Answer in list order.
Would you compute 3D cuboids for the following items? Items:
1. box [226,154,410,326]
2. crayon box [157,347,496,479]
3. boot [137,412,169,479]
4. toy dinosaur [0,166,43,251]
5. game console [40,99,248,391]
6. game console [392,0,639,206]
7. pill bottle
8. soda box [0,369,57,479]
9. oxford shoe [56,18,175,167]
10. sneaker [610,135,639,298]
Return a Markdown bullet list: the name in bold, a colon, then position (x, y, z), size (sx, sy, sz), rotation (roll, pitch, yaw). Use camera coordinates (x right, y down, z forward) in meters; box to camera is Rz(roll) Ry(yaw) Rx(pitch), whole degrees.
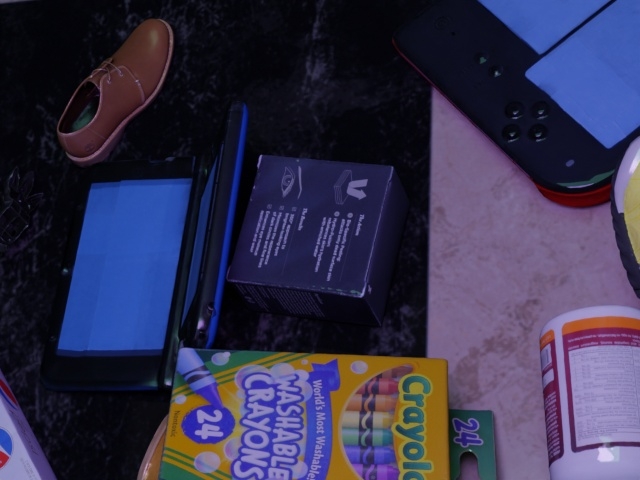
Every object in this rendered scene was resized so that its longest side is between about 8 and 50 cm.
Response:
- **box**: position (0.000, 0.000, 1.597), size (0.158, 0.093, 0.156), rotation (6, 66, 20)
- **crayon box**: position (0.013, 0.207, 1.410), size (0.323, 0.083, 0.203), rotation (2, 43, 1)
- **boot**: position (-0.083, 0.291, 1.454), size (0.211, 0.104, 0.295), rotation (7, 40, 7)
- **toy dinosaur**: position (-0.466, -0.033, 1.744), size (0.218, 0.164, 0.322), rotation (-15, 79, 24)
- **game console**: position (-0.196, 0.007, 1.612), size (0.173, 0.250, 0.293), rotation (10, 65, -9)
- **game console**: position (0.320, -0.246, 1.649), size (0.386, 0.060, 0.342), rotation (-38, 61, -5)
- **pill bottle**: position (0.278, 0.184, 1.412), size (0.121, 0.121, 0.221), rotation (-7, 63, 13)
- **soda box**: position (-0.362, 0.213, 1.610), size (0.074, 0.069, 0.216), rotation (-34, 60, -2)
- **oxford shoe**: position (-0.246, -0.191, 1.773), size (0.076, 0.076, 0.212), rotation (21, 70, 26)
- **sneaker**: position (0.395, 0.066, 1.358), size (0.145, 0.147, 0.385), rotation (-21, 82, -15)
